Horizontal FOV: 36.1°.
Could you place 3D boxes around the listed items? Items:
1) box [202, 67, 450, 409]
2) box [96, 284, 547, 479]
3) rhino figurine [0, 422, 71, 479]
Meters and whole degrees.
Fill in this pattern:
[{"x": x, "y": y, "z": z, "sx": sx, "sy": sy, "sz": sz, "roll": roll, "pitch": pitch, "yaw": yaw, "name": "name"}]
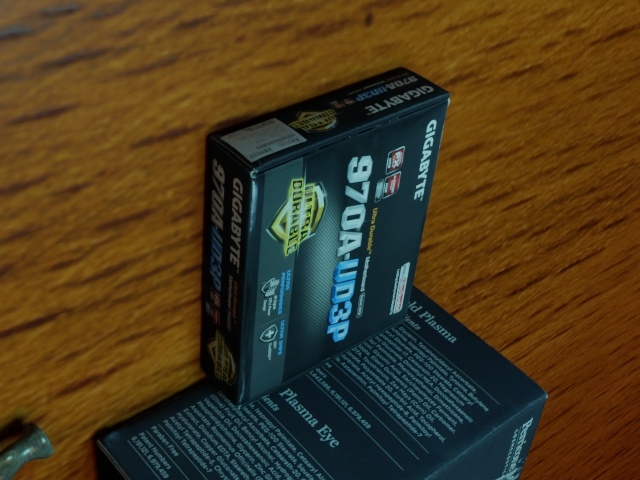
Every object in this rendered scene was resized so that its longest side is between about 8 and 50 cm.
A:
[{"x": 0.000, "y": 0.000, "z": 0.713, "sx": 0.175, "sy": 0.051, "sz": 0.220, "roll": -24, "pitch": 138, "yaw": -33, "name": "box"}, {"x": -0.003, "y": 0.257, "z": 0.844, "sx": 0.312, "sy": 0.179, "sz": 0.343, "roll": -27, "pitch": 140, "yaw": -32, "name": "box"}, {"x": -0.211, "y": 0.236, "z": 0.681, "sx": 0.106, "sy": 0.073, "sz": 0.243, "roll": -32, "pitch": 144, "yaw": -31, "name": "rhino figurine"}]
